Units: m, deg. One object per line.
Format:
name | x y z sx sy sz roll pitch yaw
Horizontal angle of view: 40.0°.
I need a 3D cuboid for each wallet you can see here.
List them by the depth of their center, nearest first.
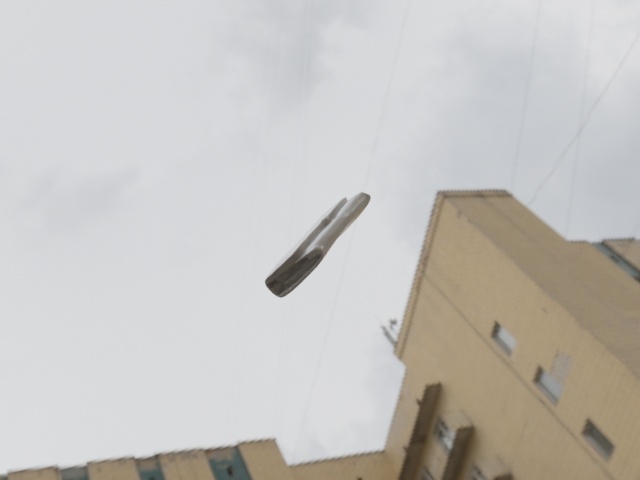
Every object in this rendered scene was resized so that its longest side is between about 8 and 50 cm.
wallet | 0.000 0.000 0.708 0.061 0.122 0.025 -38 -85 31
